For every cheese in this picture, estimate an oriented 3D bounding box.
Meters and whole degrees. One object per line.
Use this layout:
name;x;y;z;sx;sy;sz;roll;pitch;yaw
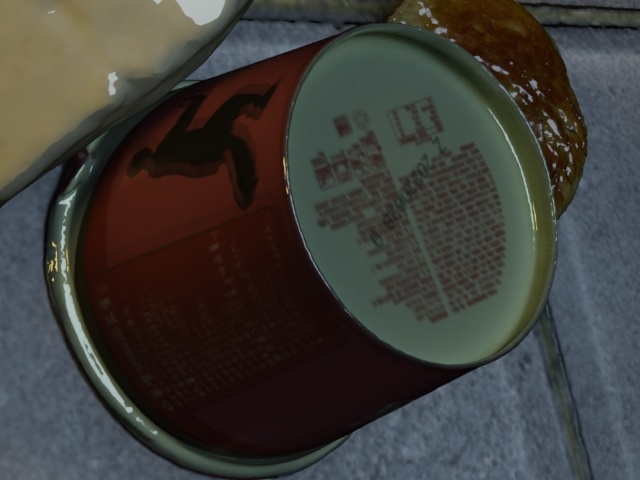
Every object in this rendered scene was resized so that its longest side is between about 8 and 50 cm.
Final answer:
cheese;-0.149;-0.102;0.701;0.292;0.332;0.153;-43;104;-1

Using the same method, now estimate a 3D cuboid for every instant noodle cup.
instant noodle cup;0.000;0.000;0.901;0.234;0.178;0.235;13;68;-35

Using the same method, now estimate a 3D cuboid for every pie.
pie;0.099;-0.081;1.086;0.163;0.079;0.193;5;70;-35
